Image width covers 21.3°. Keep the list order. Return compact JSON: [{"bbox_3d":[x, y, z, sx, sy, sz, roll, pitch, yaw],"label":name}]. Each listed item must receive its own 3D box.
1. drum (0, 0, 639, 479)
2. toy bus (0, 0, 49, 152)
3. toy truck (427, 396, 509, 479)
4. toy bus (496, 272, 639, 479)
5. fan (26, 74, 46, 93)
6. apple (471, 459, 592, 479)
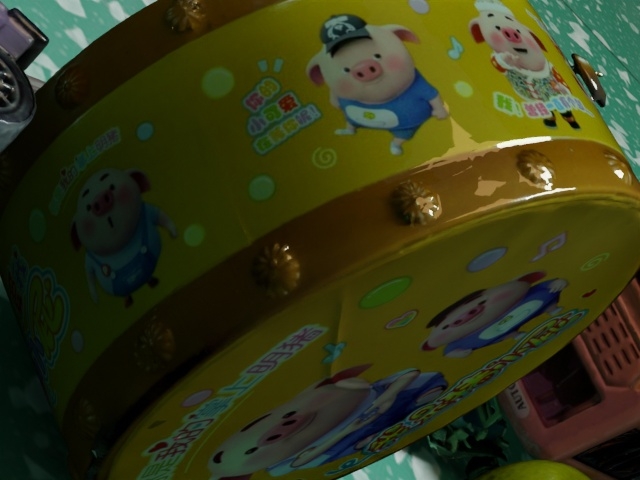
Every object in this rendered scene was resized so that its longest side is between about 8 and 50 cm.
[{"bbox_3d":[0.000,0.000,1.140,0.431,0.431,0.214,6,50,-54],"label":"drum"},{"bbox_3d":[-0.344,-0.040,0.891,0.249,0.209,0.440,44,27,-11],"label":"toy bus"},{"bbox_3d":[0.112,0.151,1.499,0.154,0.078,0.080,27,34,-38],"label":"toy truck"},{"bbox_3d":[0.325,0.131,1.602,0.427,0.233,0.203,29,33,-56],"label":"toy bus"},{"bbox_3d":[-0.182,-0.100,1.420,0.282,0.023,0.057,18,50,-47],"label":"fan"},{"bbox_3d":[0.179,0.268,1.357,0.196,0.157,0.196,35,16,-12],"label":"apple"}]
